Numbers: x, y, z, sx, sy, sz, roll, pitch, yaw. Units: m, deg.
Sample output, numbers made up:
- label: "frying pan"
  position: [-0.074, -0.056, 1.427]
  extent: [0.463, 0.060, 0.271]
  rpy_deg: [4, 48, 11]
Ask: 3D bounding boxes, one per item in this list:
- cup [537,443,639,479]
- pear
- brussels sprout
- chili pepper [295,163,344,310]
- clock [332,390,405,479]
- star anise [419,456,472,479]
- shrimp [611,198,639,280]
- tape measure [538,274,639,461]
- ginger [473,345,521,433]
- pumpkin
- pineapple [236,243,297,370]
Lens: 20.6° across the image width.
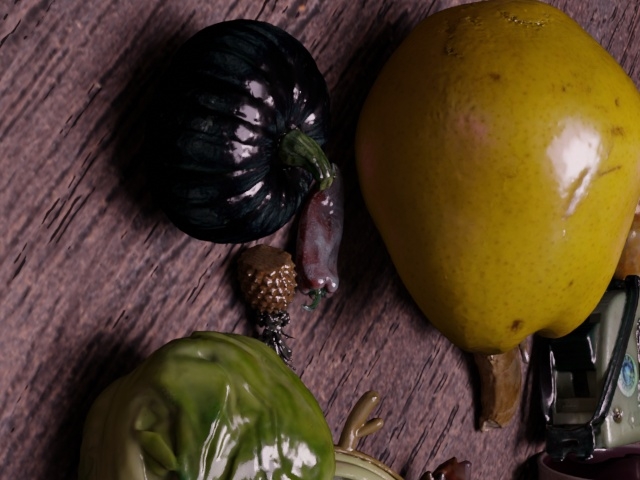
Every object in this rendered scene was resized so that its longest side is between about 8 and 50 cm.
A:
- label: "cup"
  position: [0.338, 0.383, 2.042]
  extent: [0.288, 0.208, 0.273]
  rpy_deg: [-7, 102, -55]
- label: "pear"
  position: [0.168, -0.065, 1.702]
  extent: [0.285, 0.285, 0.336]
  rpy_deg: [19, 93, -54]
- label: "brussels sprout"
  position: [-0.092, 0.182, 1.432]
  extent: [0.223, 0.161, 0.223]
  rpy_deg: [1, 87, -24]
- label: "chili pepper"
  position: [-0.001, 0.000, 1.663]
  extent: [0.050, 0.041, 0.153]
  rpy_deg: [67, 24, -62]
- label: "clock"
  position: [-0.010, 0.285, 1.560]
  extent: [0.235, 0.096, 0.308]
  rpy_deg: [-1, 95, -13]
- label: "star anise"
  position: [0.100, 0.351, 1.778]
  extent: [0.288, 0.088, 0.288]
  rpy_deg: [17, 90, -81]
- label: "shrimp"
  position: [0.496, -0.053, 2.313]
  extent: [0.445, 0.085, 0.272]
  rpy_deg: [-38, 129, -42]
- label: "tape measure"
  position: [0.344, 0.146, 2.081]
  extent: [0.235, 0.115, 0.207]
  rpy_deg: [-2, 89, -53]
- label: "ginger"
  position: [0.170, 0.098, 1.882]
  extent: [0.131, 0.086, 0.294]
  rpy_deg: [-75, 153, -45]
- label: "pumpkin"
  position: [-0.070, -0.091, 1.473]
  extent: [0.194, 0.150, 0.194]
  rpy_deg: [40, 41, -47]
- label: "pineapple"
  position: [-0.048, 0.066, 1.608]
  extent: [0.058, 0.058, 0.124]
  rpy_deg: [-38, 138, -45]
